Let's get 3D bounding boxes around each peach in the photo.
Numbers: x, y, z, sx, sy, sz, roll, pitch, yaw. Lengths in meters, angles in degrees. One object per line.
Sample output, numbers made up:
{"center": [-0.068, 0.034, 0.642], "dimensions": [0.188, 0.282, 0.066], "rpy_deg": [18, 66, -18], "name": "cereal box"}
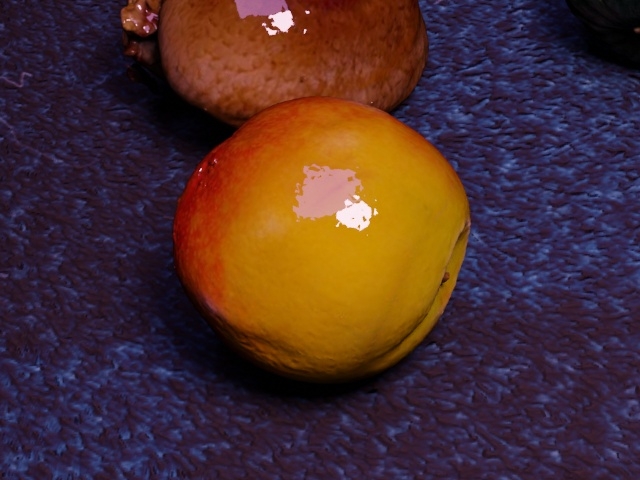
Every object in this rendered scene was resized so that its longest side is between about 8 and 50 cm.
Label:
{"center": [0.000, 0.000, 1.239], "dimensions": [0.231, 0.231, 0.231], "rpy_deg": [-5, 48, 6], "name": "peach"}

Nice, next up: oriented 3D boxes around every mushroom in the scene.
{"center": [-0.046, -0.205, 1.439], "dimensions": [0.283, 0.195, 0.263], "rpy_deg": [-9, 53, 2], "name": "mushroom"}

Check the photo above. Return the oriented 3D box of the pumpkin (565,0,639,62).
{"center": [0.319, -0.246, 1.396], "dimensions": [0.220, 0.220, 0.162], "rpy_deg": [20, 78, 25], "name": "pumpkin"}
